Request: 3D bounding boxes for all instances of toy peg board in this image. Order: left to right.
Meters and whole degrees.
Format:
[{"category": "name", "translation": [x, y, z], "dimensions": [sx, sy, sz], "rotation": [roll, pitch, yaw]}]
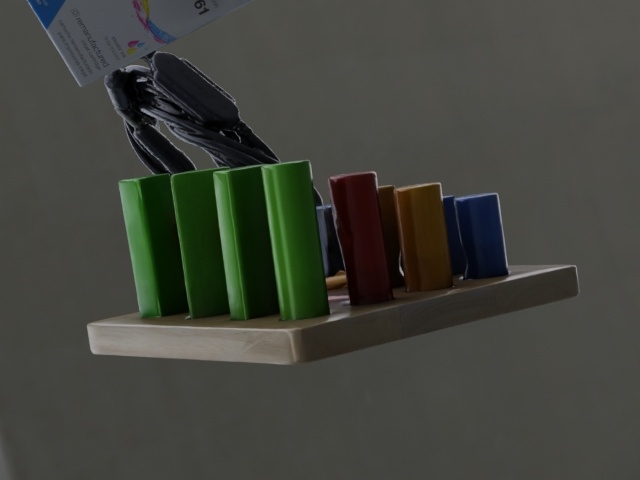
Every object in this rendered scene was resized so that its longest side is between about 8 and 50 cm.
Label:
[{"category": "toy peg board", "translation": [0.000, 0.000, 0.814], "dimensions": [0.161, 0.161, 0.079], "rotation": [-11, -84, -37]}]

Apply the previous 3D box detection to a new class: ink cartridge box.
[{"category": "ink cartridge box", "translation": [-0.106, -0.159, 1.048], "dimensions": [0.088, 0.122, 0.052], "rotation": [60, -174, -29]}]

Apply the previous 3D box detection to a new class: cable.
[{"category": "cable", "translation": [-0.069, -0.041, 1.196], "dimensions": [0.184, 0.150, 0.047], "rotation": [38, -116, 12]}]
